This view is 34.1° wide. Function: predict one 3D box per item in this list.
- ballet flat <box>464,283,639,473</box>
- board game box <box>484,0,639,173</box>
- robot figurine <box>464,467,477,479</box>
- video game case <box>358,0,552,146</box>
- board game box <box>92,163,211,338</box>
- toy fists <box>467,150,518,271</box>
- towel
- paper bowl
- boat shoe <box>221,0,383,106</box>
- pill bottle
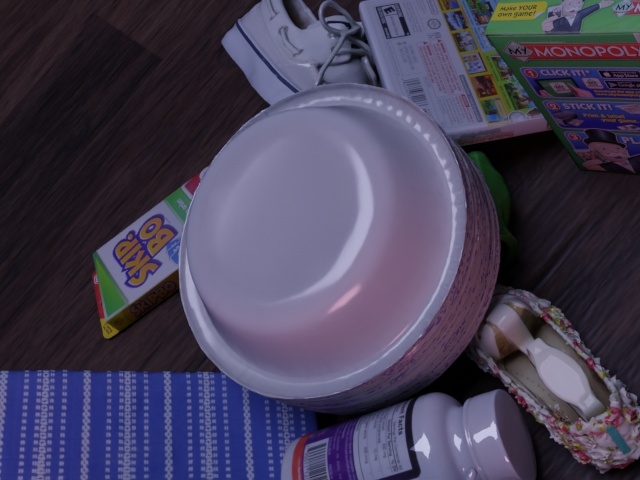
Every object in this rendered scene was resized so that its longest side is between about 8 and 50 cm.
[{"bbox_3d":[0.182,0.094,0.872,0.091,0.077,0.241,-44,43,-3],"label":"ballet flat"},{"bbox_3d":[0.314,-0.117,0.821,0.317,0.213,0.046,9,66,41],"label":"board game box"},{"bbox_3d":[0.014,0.322,0.749,0.353,0.200,0.300,-41,85,8],"label":"robot figurine"},{"bbox_3d":[0.161,-0.186,1.062,0.206,0.026,0.227,-10,48,-3],"label":"video game case"},{"bbox_3d":[-0.178,0.003,1.253,0.259,0.039,0.124,-38,43,14],"label":"board game box"},{"bbox_3d":[0.057,0.011,1.021,0.279,0.096,0.142,-30,55,15],"label":"toy fists"},{"bbox_3d":[-0.159,0.227,0.907,0.040,0.336,0.243,113,156,-54],"label":"towel"},{"bbox_3d":[0.000,0.000,0.901,0.284,0.148,0.284,-10,68,26],"label":"paper bowl"},{"bbox_3d":[0.013,-0.205,1.178,0.156,0.136,0.367,-51,35,11],"label":"boat shoe"},{"bbox_3d":[0.074,0.189,0.866,0.194,0.108,0.108,-22,49,24],"label":"pill bottle"}]
